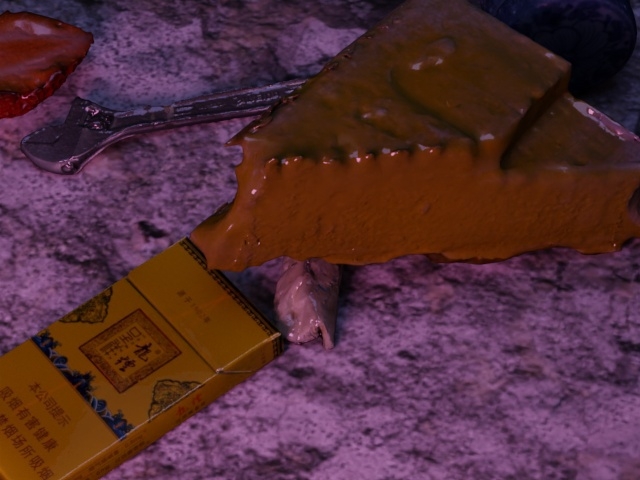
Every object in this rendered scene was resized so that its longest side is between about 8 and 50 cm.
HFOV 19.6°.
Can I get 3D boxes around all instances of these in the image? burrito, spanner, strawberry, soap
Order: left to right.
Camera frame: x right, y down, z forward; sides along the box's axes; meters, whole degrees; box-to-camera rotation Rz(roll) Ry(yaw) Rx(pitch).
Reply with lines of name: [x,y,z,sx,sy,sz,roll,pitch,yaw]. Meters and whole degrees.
strawberry: [-0.325,-0.181,1.914,0.187,0.082,0.146,-15,57,-15]
spanner: [-0.145,-0.126,1.886,0.325,0.026,0.093,-10,52,-4]
burrito: [0.001,-0.001,1.756,0.058,0.063,0.229,26,56,-25]
soap: [0.104,-0.034,1.665,0.304,0.169,0.339,35,54,19]

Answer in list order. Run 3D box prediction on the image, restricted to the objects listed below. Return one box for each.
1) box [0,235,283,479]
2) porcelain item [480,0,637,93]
box: [-0.188,0.122,1.683,0.279,0.041,0.153,-34,55,-20]
porcelain item: [0.237,-0.225,1.851,0.147,0.147,0.114,-6,53,1]
